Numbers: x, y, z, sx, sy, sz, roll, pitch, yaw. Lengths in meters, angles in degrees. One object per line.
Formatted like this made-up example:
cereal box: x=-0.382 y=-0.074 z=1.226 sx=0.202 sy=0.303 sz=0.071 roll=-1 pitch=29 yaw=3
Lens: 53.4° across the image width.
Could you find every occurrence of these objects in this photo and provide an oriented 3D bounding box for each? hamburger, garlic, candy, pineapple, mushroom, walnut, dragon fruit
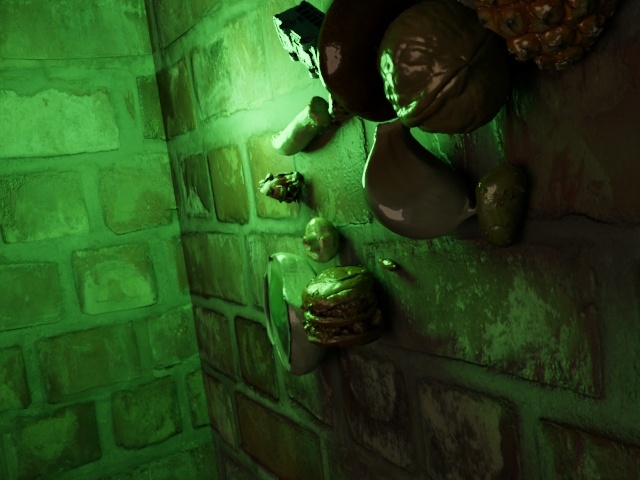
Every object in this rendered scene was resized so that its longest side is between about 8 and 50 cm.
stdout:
hamburger: x=0.059 y=0.197 z=1.894 sx=0.260 sy=0.245 sz=0.211 roll=-78 pitch=-22 yaw=-74
garlic: x=0.249 y=-0.111 z=1.556 sx=0.340 sy=0.231 sz=0.246 roll=35 pitch=87 yaw=29
candy: x=-0.078 y=0.263 z=2.176 sx=0.386 sy=0.186 sz=0.426 roll=-124 pitch=34 yaw=-48
pineapple: x=0.392 y=-0.507 z=1.104 sx=0.286 sy=0.209 sz=0.344 roll=-47 pitch=58 yaw=54
mushroom: x=0.000 y=0.000 z=2.031 sx=0.148 sy=0.112 sz=0.148 roll=41 pitch=142 yaw=44
mushroom: x=0.100 y=-0.439 z=1.527 sx=0.260 sy=0.345 sz=0.345 roll=8 pitch=107 yaw=38
walnut: x=0.253 y=-0.349 z=1.303 sx=0.313 sy=0.252 sz=0.277 roll=-99 pitch=-10 yaw=-79
dragon fruit: x=-0.122 y=-0.185 z=2.188 sx=0.175 sy=0.138 sz=0.142 roll=-39 pitch=105 yaw=26
mushroom: x=-0.068 y=-0.354 z=2.056 sx=0.351 sy=0.095 sz=0.122 roll=-23 pitch=60 yaw=59

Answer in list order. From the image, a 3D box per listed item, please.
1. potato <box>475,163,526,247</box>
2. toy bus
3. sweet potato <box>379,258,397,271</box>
potato: x=0.390 y=-0.073 z=1.375 sx=0.105 sy=0.085 sz=0.188 roll=1 pitch=110 yaw=21
toy bus: x=-0.019 y=-0.579 z=1.831 sx=0.256 sy=0.147 sz=0.128 roll=51 pitch=168 yaw=40
sweet potato: x=0.195 y=0.068 z=1.805 sx=0.095 sy=0.034 sz=0.034 roll=-148 pitch=53 yaw=-65
